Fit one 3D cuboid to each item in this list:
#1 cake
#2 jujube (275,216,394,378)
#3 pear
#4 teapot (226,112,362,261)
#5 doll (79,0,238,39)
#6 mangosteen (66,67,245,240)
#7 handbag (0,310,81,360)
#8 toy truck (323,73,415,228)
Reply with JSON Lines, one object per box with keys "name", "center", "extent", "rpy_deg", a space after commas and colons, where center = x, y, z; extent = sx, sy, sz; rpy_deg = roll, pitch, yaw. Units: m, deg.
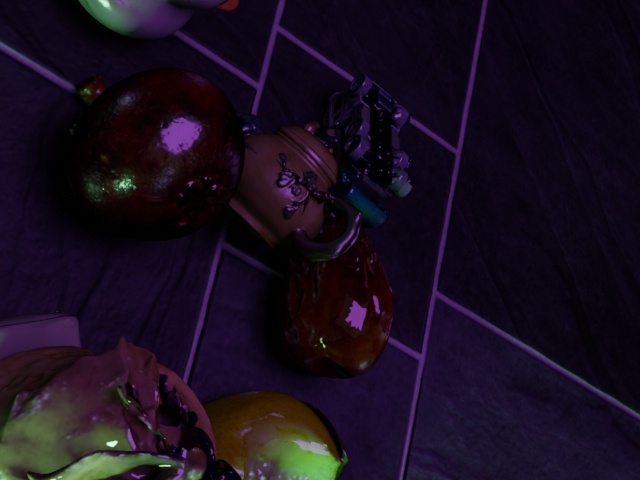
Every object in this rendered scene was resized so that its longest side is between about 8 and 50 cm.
{"name": "cake", "center": [-0.220, 0.280, 1.592], "extent": [0.332, 0.321, 0.332], "rpy_deg": [-5, 98, -42]}
{"name": "jujube", "center": [0.021, 0.077, 2.073], "extent": [0.168, 0.168, 0.236], "rpy_deg": [24, 54, -36]}
{"name": "pear", "center": [-0.108, 0.314, 1.886], "extent": [0.292, 0.159, 0.292], "rpy_deg": [13, 69, -37]}
{"name": "teapot", "center": [-0.037, -0.083, 2.026], "extent": [0.182, 0.269, 0.173], "rpy_deg": [-46, 151, -6]}
{"name": "doll", "center": [-0.214, -0.379, 1.956], "extent": [0.251, 0.221, 0.221], "rpy_deg": [37, 55, -29]}
{"name": "mangosteen", "center": [-0.230, -0.125, 1.892], "extent": [0.236, 0.235, 0.261], "rpy_deg": [-12, 43, -44]}
{"name": "handbag", "center": [-0.354, 0.244, 1.714], "extent": [0.241, 0.109, 0.315], "rpy_deg": [-6, 85, -43]}
{"name": "toy truck", "center": [0.060, -0.127, 2.170], "extent": [0.114, 0.124, 0.253], "rpy_deg": [37, 34, -29]}
